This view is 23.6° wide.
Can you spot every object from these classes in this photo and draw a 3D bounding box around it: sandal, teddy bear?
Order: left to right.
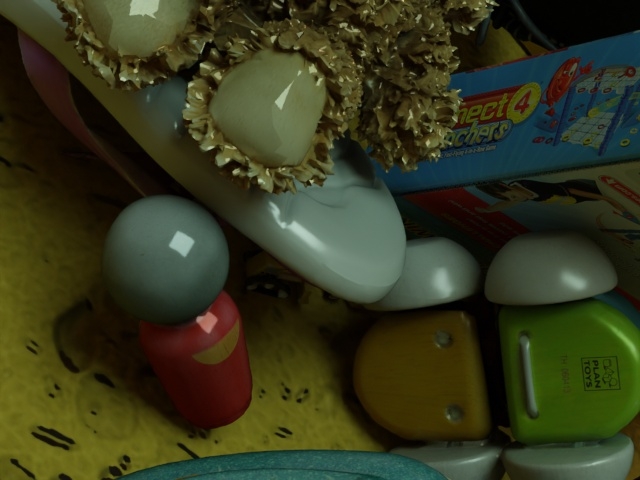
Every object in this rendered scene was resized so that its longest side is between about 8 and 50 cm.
[{"bbox_3d":[-0.119,-0.097,0.904,0.416,0.102,0.169,43,29,10],"label":"sandal"},{"bbox_3d":[-0.018,-0.134,0.875,0.245,0.113,0.338,23,37,-6],"label":"teddy bear"}]

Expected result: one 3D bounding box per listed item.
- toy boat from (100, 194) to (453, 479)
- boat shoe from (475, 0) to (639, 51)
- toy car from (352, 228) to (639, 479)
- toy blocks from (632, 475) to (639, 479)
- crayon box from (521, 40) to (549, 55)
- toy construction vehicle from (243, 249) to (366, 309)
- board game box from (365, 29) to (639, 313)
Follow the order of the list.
[{"bbox_3d":[-0.059,0.123,0.727,0.267,0.148,0.318,-13,43,1],"label":"toy boat"},{"bbox_3d":[0.155,-0.214,1.035,0.156,0.187,0.500,0,30,-24],"label":"boat shoe"},{"bbox_3d":[0.118,0.071,0.923,0.136,0.182,0.159,-18,102,-60],"label":"toy car"},{"bbox_3d":[0.199,0.274,0.835,0.381,0.191,0.261,-22,86,-29],"label":"toy blocks"},{"bbox_3d":[0.367,-0.128,1.142,0.363,0.313,0.106,52,41,2],"label":"crayon box"},{"bbox_3d":[0.000,0.000,0.970,0.098,0.035,0.086,18,53,-29],"label":"toy construction vehicle"},{"bbox_3d":[0.229,-0.006,0.935,0.308,0.302,0.086,30,70,-29],"label":"board game box"}]
